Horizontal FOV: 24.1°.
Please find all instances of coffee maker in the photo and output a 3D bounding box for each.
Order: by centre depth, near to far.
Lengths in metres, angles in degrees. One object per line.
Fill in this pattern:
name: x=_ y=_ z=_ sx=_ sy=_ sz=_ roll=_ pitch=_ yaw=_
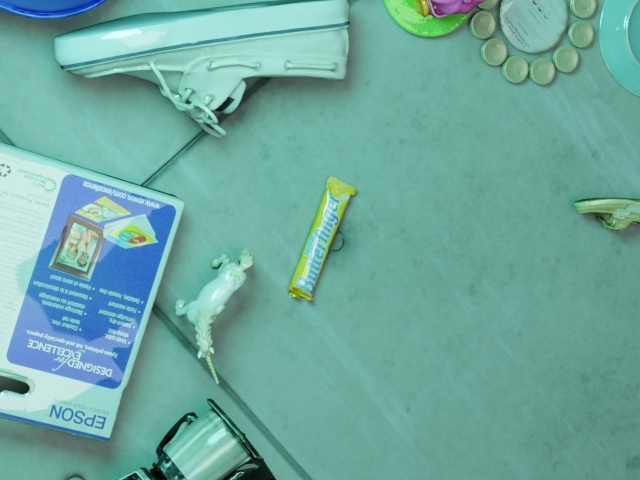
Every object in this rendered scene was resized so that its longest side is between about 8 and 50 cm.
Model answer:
coffee maker: x=-0.151 y=0.313 z=1.835 sx=0.178 sy=0.120 sz=0.171 roll=-39 pitch=109 yaw=-10

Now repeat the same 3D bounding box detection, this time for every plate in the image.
plate: x=0.462 y=-0.283 z=2.023 sx=0.188 sy=0.024 sz=0.188 roll=-2 pitch=98 yaw=-18

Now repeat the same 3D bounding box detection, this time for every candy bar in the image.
candy bar: x=0.000 y=0.000 z=1.900 sx=0.040 sy=0.018 sz=0.161 roll=21 pitch=89 yaw=-21

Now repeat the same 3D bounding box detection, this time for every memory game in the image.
memory game: x=0.278 y=-0.294 z=1.962 sx=0.186 sy=0.012 sz=0.186 roll=-3 pitch=98 yaw=-20

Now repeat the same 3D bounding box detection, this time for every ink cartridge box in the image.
ink cartridge box: x=-0.349 y=0.052 z=1.760 sx=0.304 sy=0.072 sz=0.307 roll=18 pitch=93 yaw=-22

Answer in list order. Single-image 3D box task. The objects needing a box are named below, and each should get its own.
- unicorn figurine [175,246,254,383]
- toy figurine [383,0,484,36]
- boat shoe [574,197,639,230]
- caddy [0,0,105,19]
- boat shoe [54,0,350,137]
unicorn figurine: x=-0.131 y=0.077 z=1.814 sx=0.060 sy=0.111 sz=0.162 roll=25 pitch=89 yaw=-21
toy figurine: x=0.151 y=-0.335 z=1.828 sx=0.130 sy=0.159 sz=0.173 roll=-19 pitch=101 yaw=-11
boat shoe: x=0.404 y=-0.035 z=2.021 sx=0.135 sy=0.050 sz=0.045 roll=2 pitch=91 yaw=-20
caddy: x=-0.353 y=-0.386 z=1.640 sx=0.341 sy=0.179 sz=0.241 roll=19 pitch=70 yaw=-14
boat shoe: x=-0.131 y=-0.196 z=1.778 sx=0.367 sy=0.136 sz=0.156 roll=-11 pitch=104 yaw=-28
